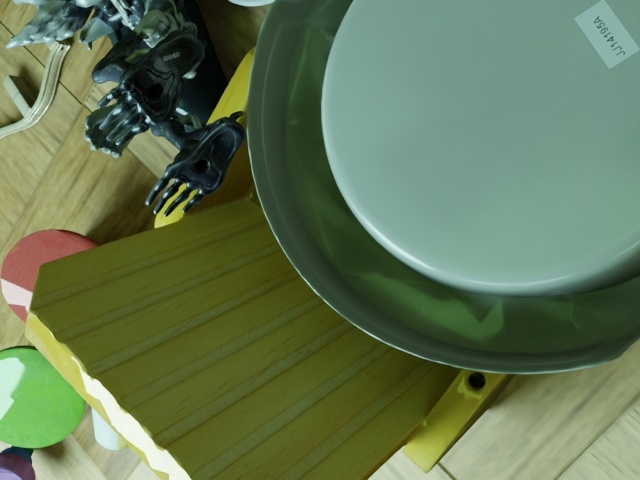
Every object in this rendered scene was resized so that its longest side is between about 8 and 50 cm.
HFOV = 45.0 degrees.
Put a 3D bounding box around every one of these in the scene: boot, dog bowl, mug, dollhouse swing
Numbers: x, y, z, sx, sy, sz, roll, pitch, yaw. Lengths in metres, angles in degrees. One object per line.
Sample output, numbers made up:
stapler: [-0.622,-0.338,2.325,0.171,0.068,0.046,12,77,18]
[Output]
boot: [-0.142,-0.250,0.759,0.246,0.094,0.207,57,142,20]
dog bowl: [0.128,-0.090,0.502,0.349,0.102,0.348,-3,83,22]
mug: [-0.228,0.207,0.887,0.078,0.062,0.064,18,108,32]
dollhouse swing: [0.000,0.000,0.623,0.347,0.305,0.315,40,109,21]

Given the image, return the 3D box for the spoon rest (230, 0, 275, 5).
spoon rest: [-0.020,-0.277,0.734,0.276,0.084,0.137,24,123,23]

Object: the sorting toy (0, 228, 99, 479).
sorting toy: [-0.324,0.137,0.911,0.127,0.126,0.365,18,107,-10]

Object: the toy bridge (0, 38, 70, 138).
toy bridge: [-0.368,-0.176,0.958,0.188,0.026,0.063,-43,75,22]

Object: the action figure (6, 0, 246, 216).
action figure: [-0.156,-0.147,0.603,0.141,0.164,0.275,-32,44,3]
